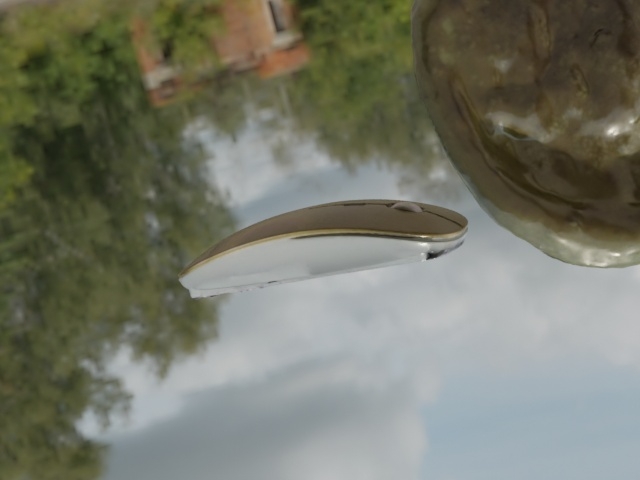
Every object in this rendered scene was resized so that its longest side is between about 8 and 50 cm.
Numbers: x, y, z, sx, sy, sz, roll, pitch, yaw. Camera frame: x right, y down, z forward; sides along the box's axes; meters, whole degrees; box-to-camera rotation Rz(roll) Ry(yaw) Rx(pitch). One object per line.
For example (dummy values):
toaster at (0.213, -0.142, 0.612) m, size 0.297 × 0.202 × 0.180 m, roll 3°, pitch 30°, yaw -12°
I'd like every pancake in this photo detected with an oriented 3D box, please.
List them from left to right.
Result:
pancake at (0.166, -0.094, 0.923) m, size 0.242 × 0.242 × 0.050 m, roll -17°, pitch 164°, yaw -13°

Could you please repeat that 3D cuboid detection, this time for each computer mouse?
computer mouse at (0.000, 0.000, 1.334) m, size 0.245 × 0.056 × 0.126 m, roll -8°, pitch -171°, yaw 20°
